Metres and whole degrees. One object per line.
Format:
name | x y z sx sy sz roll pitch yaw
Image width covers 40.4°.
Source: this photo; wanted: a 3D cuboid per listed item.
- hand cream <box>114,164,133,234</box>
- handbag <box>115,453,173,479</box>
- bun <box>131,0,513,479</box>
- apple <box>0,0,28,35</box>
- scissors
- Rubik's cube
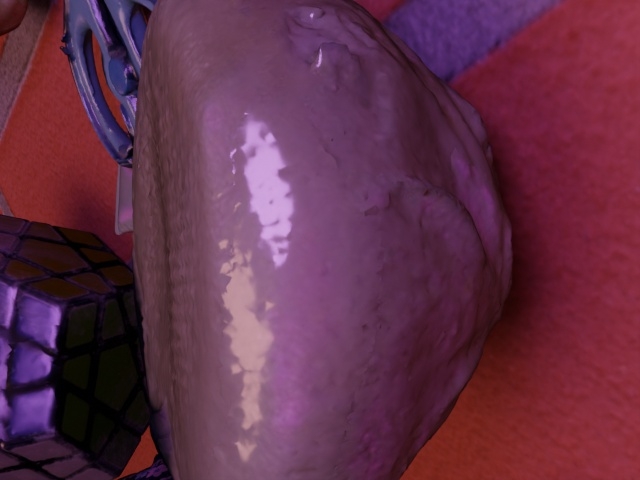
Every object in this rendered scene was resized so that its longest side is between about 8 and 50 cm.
hand cream | -0.134 -0.034 0.730 0.205 0.050 0.078 11 101 55
handbag | -0.118 0.324 0.881 0.229 0.127 0.207 -15 98 49
bun | 0.000 0.000 0.449 0.283 0.179 0.283 178 90 -70
apple | -0.349 -0.271 0.763 0.207 0.174 0.188 90 161 -56
scissors | -0.192 -0.242 0.682 0.180 0.032 0.392 -19 95 51
Rubik's cube | -0.315 0.129 0.902 0.319 0.319 0.264 60 174 8
